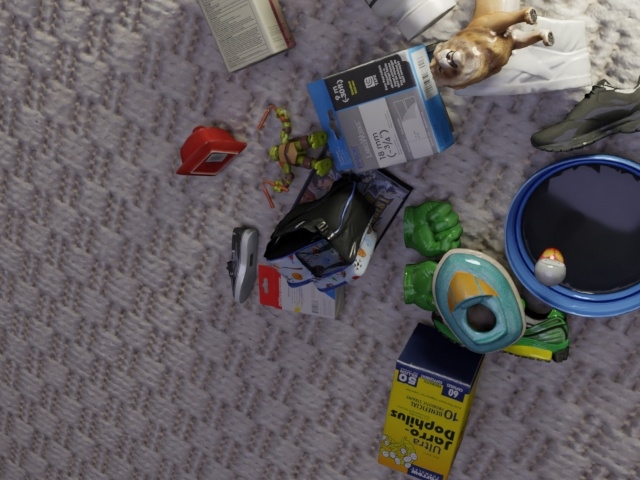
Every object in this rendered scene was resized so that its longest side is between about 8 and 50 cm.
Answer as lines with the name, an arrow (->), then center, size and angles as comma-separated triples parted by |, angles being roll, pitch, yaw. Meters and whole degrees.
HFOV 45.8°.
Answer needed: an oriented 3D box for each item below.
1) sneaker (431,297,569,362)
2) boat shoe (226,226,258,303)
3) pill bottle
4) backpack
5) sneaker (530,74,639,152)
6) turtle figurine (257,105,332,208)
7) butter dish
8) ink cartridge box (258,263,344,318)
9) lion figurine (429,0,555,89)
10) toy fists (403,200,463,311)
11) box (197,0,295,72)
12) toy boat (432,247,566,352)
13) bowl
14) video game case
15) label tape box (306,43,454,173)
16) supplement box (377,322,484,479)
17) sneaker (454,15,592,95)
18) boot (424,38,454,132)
sneaker -> 0.448, 0.202, 1.894 | 0.344, 0.134, 0.146 | 6, 97, 21
boat shoe -> -0.233, 0.067, 2.161 | 0.076, 0.080, 0.228 | 19, 117, 23
pill bottle -> 0.149, -0.599, 1.637 | 0.176, 0.176, 0.318 | -34, 95, 32
backpack -> 0.000, 0.000, 1.893 | 0.263, 0.276, 0.213 | -17, 116, 32
sneaker -> 0.591, -0.273, 1.632 | 0.286, 0.109, 0.130 | -17, 97, 20
turtle figurine -> -0.065, -0.212, 1.947 | 0.217, 0.087, 0.269 | 8, 99, 46
butter dish -> -0.307, -0.254, 2.030 | 0.160, 0.160, 0.118 | -37, 70, 32
ink cartridge box -> -0.053, 0.126, 2.101 | 0.231, 0.078, 0.134 | 9, 114, 21
lion figurine -> 0.367, -0.502, 1.577 | 0.240, 0.142, 0.392 | 1, 69, 48
toy fists -> 0.281, 0.041, 1.883 | 0.142, 0.096, 0.279 | 1, 97, 16
box -> -0.186, -0.547, 1.842 | 0.149, 0.127, 0.232 | -15, 104, 29
toy boat -> 0.411, 0.113, 1.730 | 0.318, 0.148, 0.267 | -31, 94, 24
bowl -> 0.622, -0.013, 1.734 | 0.391, 0.077, 0.391 | 9, 115, 21
video game case -> 0.069, -0.094, 1.976 | 0.248, 0.035, 0.275 | 35, 122, 8
label tape box -> 0.114, -0.289, 1.768 | 0.334, 0.106, 0.240 | -11, 106, 35
supplement box -> 0.291, 0.434, 1.995 | 0.194, 0.195, 0.356 | 17, 122, 18
sneaker -> 0.432, -0.403, 1.646 | 0.293, 0.108, 0.169 | -3, 104, 21
boot -> 0.265, -0.345, 1.755 | 0.190, 0.076, 0.208 | -13, 100, 42
